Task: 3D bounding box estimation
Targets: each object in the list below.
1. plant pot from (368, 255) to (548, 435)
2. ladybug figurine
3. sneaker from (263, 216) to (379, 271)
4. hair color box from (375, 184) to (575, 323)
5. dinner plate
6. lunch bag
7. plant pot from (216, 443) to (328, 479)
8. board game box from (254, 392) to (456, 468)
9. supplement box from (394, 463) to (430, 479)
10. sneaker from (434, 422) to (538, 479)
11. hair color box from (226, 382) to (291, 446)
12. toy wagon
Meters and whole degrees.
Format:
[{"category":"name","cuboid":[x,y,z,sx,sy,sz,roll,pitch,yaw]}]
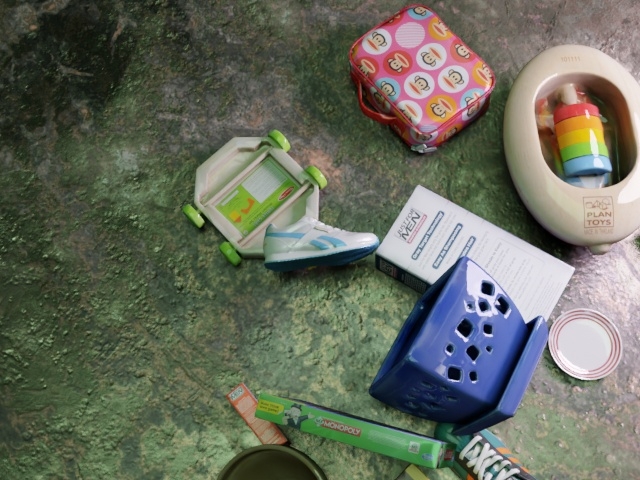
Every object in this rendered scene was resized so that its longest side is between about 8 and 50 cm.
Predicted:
[{"category":"plant pot","cuboid":[0.251,0.206,1.330,0.212,0.236,0.236,32,62,2]},{"category":"ladybug figurine","cuboid":[0.520,-0.178,1.521,0.304,0.162,0.450,-1,70,3]},{"category":"sneaker","cuboid":[0.000,0.000,1.468,0.228,0.087,0.092,-5,69,0]},{"category":"hair color box","cuboid":[0.299,0.054,1.486,0.347,0.105,0.174,30,76,13]},{"category":"dinner plate","cuboid":[0.516,0.203,1.466,0.141,0.017,0.141,-1,72,4]},{"category":"lunch bag","cuboid":[0.202,-0.344,1.624,0.258,0.120,0.293,-36,73,-8]},{"category":"plant pot","cuboid":[-0.072,0.487,1.344,0.237,0.109,0.238,-5,76,19]},{"category":"board game box","cuboid":[0.068,0.334,1.315,0.317,0.213,0.046,11,78,20]},{"category":"supplement box","cuboid":[0.134,0.504,1.294,0.194,0.191,0.129,-43,74,-11]},{"category":"sneaker","cuboid":[0.329,0.429,1.344,0.108,0.121,0.302,-43,72,-9]},{"category":"hair color box","cuboid":[-0.118,0.343,1.432,0.043,0.072,0.141,-38,72,-10]},{"category":"toy wagon","cuboid":[-0.111,-0.064,1.577,0.267,0.068,0.344,-42,74,-10]}]
